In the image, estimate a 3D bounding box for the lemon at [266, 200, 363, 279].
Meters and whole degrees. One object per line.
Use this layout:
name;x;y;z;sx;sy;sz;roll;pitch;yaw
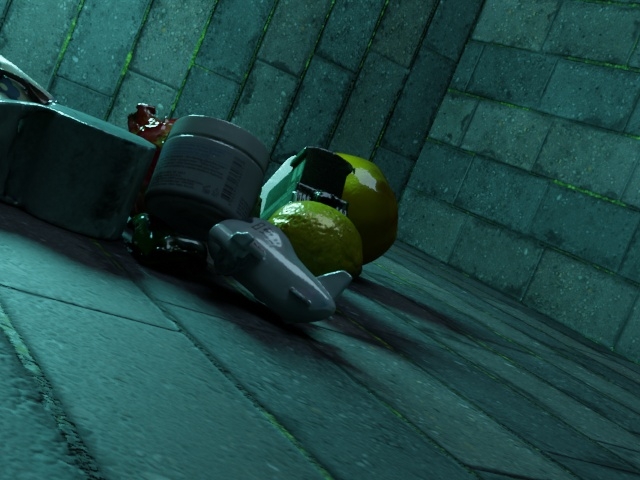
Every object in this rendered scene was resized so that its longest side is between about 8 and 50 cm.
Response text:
lemon;-0.019;0.018;1.775;0.193;0.180;0.180;1;6;-1

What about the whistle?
whistle;-0.428;-0.127;1.502;0.405;0.168;0.188;18;8;-46

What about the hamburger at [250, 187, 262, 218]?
hamburger;-0.241;-0.128;2.007;0.168;0.192;0.288;-7;23;-32

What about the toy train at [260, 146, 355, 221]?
toy train;-0.042;-0.062;1.994;0.139;0.178;0.330;21;-23;-17

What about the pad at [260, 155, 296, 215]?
pad;-0.078;-0.084;2.225;0.176;0.266;0.002;26;-25;33

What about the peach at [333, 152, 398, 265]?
peach;0.033;-0.073;2.363;0.308;0.288;0.289;-11;4;3

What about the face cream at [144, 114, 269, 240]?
face cream;-0.189;-0.098;1.610;0.177;0.152;0.177;15;-21;6

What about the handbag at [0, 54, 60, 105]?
handbag;-0.580;-0.208;1.639;0.193;0.190;0.251;30;14;13

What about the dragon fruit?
dragon fruit;-0.290;-0.132;1.808;0.268;0.205;0.210;60;-5;19

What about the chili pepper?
chili pepper;-0.259;0.001;1.536;0.108;0.062;0.216;19;5;-37

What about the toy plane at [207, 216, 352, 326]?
toy plane;-0.073;0.044;1.481;0.252;0.118;0.252;36;-5;3
